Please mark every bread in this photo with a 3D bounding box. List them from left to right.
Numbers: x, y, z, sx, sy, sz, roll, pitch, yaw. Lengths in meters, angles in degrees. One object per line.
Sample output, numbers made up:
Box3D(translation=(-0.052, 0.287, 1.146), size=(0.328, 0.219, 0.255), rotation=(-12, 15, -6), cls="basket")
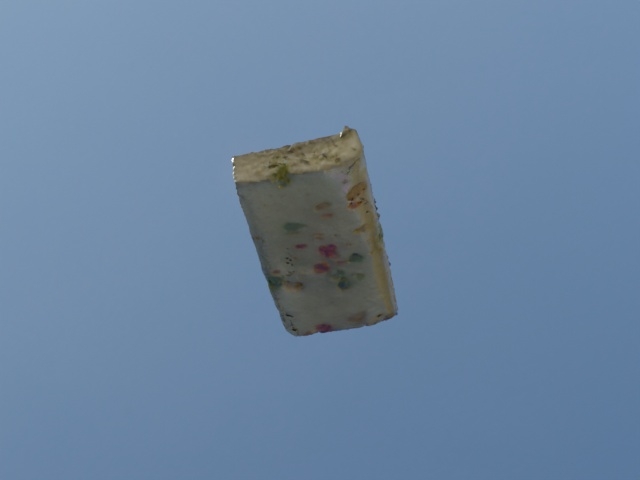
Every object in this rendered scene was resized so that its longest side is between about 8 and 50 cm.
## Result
Box3D(translation=(0.000, 0.000, 0.814), size=(0.068, 0.153, 0.028), rotation=(-11, -127, 3), cls="bread")
